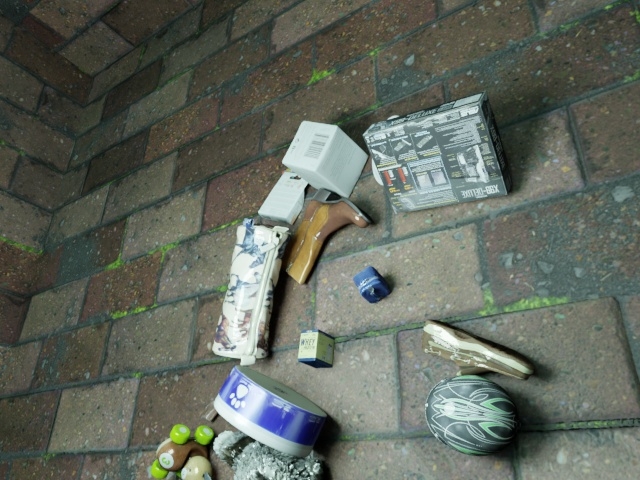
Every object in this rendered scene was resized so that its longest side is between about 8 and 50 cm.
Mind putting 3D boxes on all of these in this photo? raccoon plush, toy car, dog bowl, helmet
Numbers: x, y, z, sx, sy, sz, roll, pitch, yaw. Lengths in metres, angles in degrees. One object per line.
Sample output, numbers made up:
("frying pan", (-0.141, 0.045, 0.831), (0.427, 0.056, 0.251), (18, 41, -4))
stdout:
("raccoon plush", (-0.199, 0.580, 1.199), (0.446, 0.299, 0.216), (-1, 67, 38))
("toy car", (-0.356, 0.628, 1.392), (0.188, 0.149, 0.155), (42, 106, 48))
("dog bowl", (-0.121, 0.413, 1.251), (0.265, 0.265, 0.104), (19, 77, 43))
("helmet", (0.303, 0.348, 1.022), (0.169, 0.161, 0.169), (-18, 57, 30))

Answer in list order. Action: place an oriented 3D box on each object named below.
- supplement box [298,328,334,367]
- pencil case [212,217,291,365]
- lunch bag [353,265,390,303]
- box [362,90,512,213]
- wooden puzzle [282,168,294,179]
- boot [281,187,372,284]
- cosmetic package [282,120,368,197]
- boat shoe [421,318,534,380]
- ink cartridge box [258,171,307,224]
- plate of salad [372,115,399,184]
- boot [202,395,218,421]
("supplement box", (-0.010, 0.288, 1.355), (0.056, 0.083, 0.083), (-11, 60, 33))
("pencil case", (-0.198, 0.148, 1.489), (0.183, 0.160, 0.410), (166, 116, -68))
("lunch bag", (0.134, 0.118, 1.323), (0.067, 0.098, 0.065), (-36, 52, 11))
("box", (0.291, -0.207, 1.277), (0.307, 0.242, 0.076), (-10, 29, 35))
("wooden puzzle", (-0.112, -0.226, 1.764), (0.049, 0.006, 0.083), (-22, 55, 28))
("boot", (0.000, 0.000, 1.495), (0.264, 0.096, 0.280), (30, 88, 43))
("cosmetic package", (0.017, -0.246, 1.551), (0.151, 0.184, 0.151), (21, 81, 42))
("boat shoe", (0.332, 0.257, 1.110), (0.257, 0.095, 0.095), (19, 94, 49))
("ink cartridge box", (-0.109, -0.144, 1.705), (0.145, 0.045, 0.179), (14, 63, 42))
("plate of salad", (0.205, -0.255, 1.462), (0.200, 0.048, 0.200), (-174, 90, -68))
("boot", (-0.296, 0.500, 1.497), (0.114, 0.037, 0.106), (-45, 34, 6))
